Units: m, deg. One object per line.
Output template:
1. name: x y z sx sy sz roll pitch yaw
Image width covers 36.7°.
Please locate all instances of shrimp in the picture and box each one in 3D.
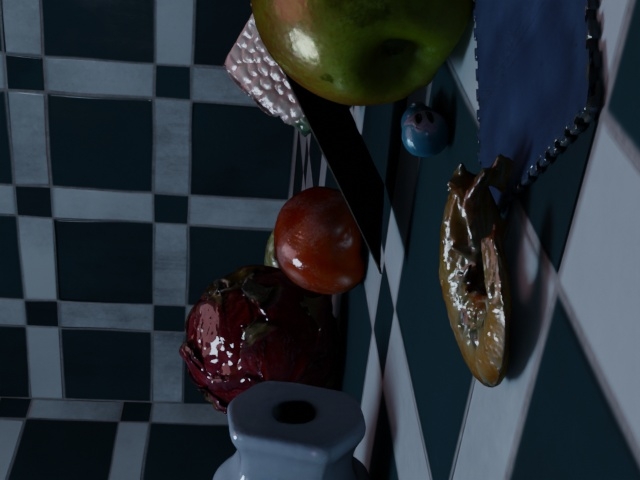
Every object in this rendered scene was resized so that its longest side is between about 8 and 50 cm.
1. shrimp: 0.131 0.026 0.746 0.132 0.051 0.188 -131 33 -66

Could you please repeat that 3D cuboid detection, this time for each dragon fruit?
1. dragon fruit: -0.106 0.201 1.829 0.329 0.329 0.330 -177 90 -84

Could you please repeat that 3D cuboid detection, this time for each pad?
1. pad: 0.010 -0.165 1.225 0.248 0.007 0.368 -84 -29 -58
2. pad: 0.157 -0.171 0.748 0.270 0.012 0.269 112 160 -75

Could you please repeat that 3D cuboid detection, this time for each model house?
1. model house: 0.005 -0.345 1.630 0.237 0.202 0.237 -34 -17 -52

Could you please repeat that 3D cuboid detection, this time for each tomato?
1. tomato: 0.000 0.000 1.585 0.187 0.151 0.187 -173 90 -81

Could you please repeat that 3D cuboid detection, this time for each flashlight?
1. flashlight: 0.108 -0.121 1.045 0.129 0.051 0.051 -95 9 -76

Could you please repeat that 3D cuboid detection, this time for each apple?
1. apple: 0.054 -0.255 0.993 0.226 0.246 0.246 -119 26 -42

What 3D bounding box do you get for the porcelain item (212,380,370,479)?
1. porcelain item: -0.041 0.410 1.347 0.178 0.242 0.406 -54 -31 -64

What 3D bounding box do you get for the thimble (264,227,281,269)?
1. thimble: -0.052 0.052 2.170 0.143 0.137 0.191 123 135 -75
